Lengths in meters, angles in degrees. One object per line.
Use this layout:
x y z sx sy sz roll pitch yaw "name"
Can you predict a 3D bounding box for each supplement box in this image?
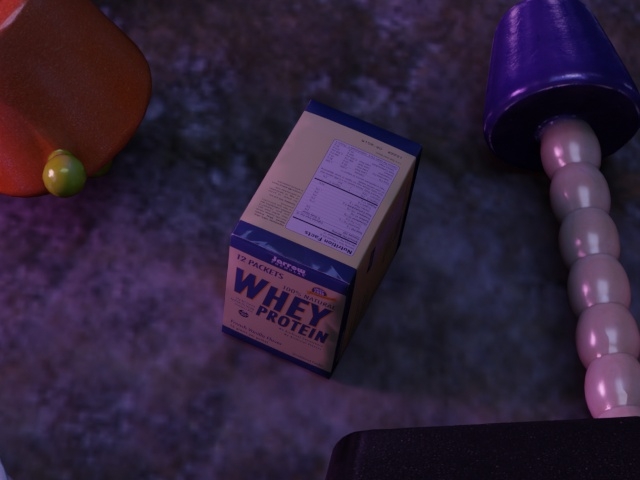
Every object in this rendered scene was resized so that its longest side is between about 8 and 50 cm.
0.000 0.000 0.834 0.056 0.083 0.083 23 57 9 "supplement box"

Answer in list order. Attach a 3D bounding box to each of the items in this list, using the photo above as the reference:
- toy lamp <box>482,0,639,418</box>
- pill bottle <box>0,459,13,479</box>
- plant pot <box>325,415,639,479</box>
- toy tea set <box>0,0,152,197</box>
0.123 0.006 0.847 0.080 0.080 0.274 -3 56 -8 "toy lamp"
-0.149 0.134 0.672 0.108 0.180 0.108 3 56 -4 "pill bottle"
0.073 0.168 0.683 0.188 0.188 0.167 -3 46 -8 "plant pot"
-0.144 -0.147 0.921 0.200 0.124 0.336 2 55 31 "toy tea set"
